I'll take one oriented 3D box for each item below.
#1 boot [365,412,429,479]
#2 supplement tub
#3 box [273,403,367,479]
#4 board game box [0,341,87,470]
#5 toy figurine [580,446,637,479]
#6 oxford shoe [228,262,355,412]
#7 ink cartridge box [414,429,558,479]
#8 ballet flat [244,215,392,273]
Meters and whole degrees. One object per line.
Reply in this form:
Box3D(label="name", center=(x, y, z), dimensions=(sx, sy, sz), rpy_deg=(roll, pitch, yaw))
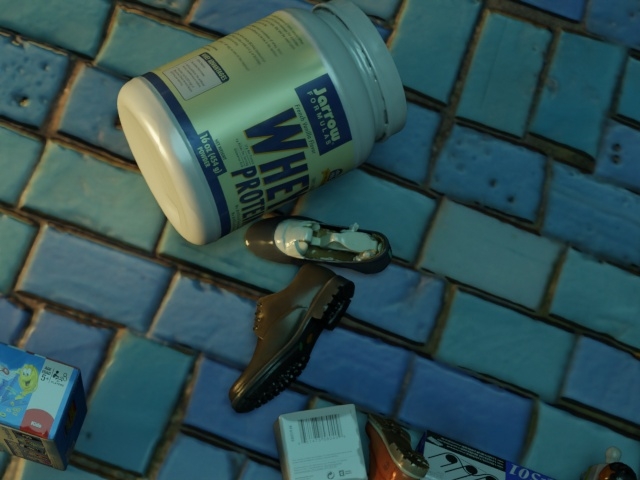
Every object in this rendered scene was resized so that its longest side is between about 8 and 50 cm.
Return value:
Box3D(label="boot", center=(0.080, 0.282, 1.667), dimensions=(0.059, 0.158, 0.085), rpy_deg=(25, 104, -21))
Box3D(label="supplement tub", center=(-0.075, -0.162, 1.702), dimensions=(0.324, 0.235, 0.235), rpy_deg=(-28, 80, -14))
Box3D(label="box", center=(-0.001, 0.270, 1.672), dimensions=(0.101, 0.087, 0.102), rpy_deg=(-8, 77, -10))
Box3D(label="board game box", center=(-0.433, 0.169, 1.524), dimensions=(0.302, 0.308, 0.086), rpy_deg=(19, 72, -3))
Box3D(label="toy figurine", center=(0.452, 0.352, 1.682), dimensions=(0.213, 0.148, 0.210), rpy_deg=(-18, 78, -12))
Box3D(label="oxford shoe", center=(-0.056, 0.127, 1.718), dimensions=(0.096, 0.083, 0.227), rpy_deg=(31, 72, 23))
Box3D(label="ink cartridge box", center=(0.220, 0.324, 1.684), dimensions=(0.207, 0.046, 0.097), rpy_deg=(22, 29, -2))
Box3D(label="ballet flat", center=(0.000, 0.000, 1.755), dimensions=(0.203, 0.074, 0.074), rpy_deg=(10, 74, -5))
